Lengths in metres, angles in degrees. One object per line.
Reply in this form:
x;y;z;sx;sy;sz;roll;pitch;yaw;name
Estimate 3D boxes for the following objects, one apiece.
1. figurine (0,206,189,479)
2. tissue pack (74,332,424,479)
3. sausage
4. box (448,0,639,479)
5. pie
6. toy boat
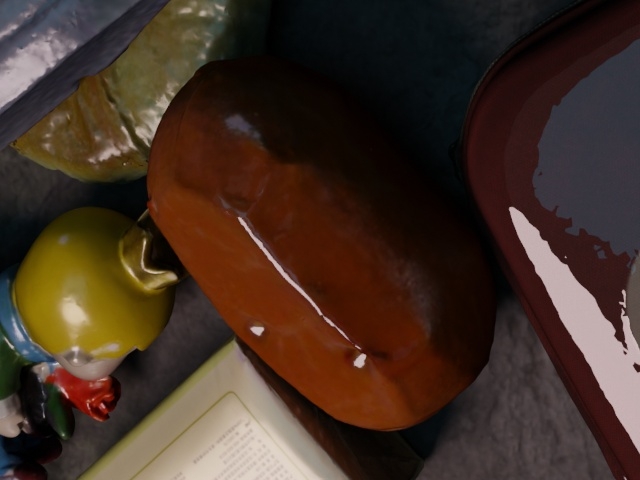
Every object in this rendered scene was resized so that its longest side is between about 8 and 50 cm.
-0.179;0.075;1.189;0.234;0.127;0.185;-19;99;13;figurine
-0.068;0.181;1.162;0.234;0.125;0.159;-44;85;22;tissue pack
-0.001;0.001;1.064;0.268;0.141;0.153;48;143;-8;sausage
0.259;0.026;1.012;0.263;0.108;0.404;-30;91;24;box
-0.163;-0.182;1.148;0.306;0.071;0.306;6;105;22;pie
-0.182;-0.136;1.060;0.283;0.127;0.078;-36;89;25;toy boat
